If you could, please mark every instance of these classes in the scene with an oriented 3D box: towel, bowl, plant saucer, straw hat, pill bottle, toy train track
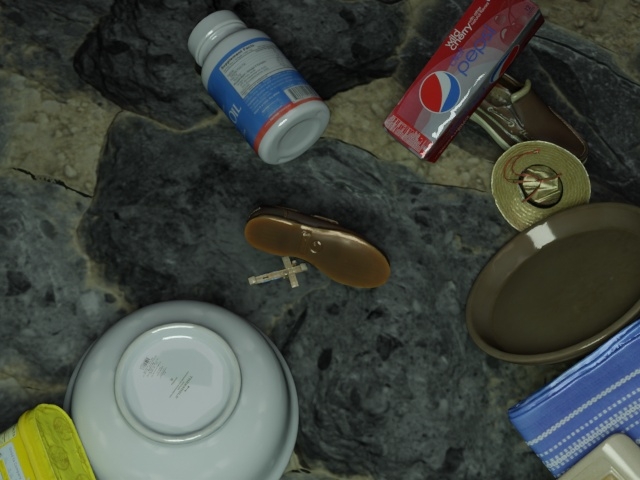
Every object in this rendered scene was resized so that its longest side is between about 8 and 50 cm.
[{"bbox_3d":[0.407,0.256,0.974,0.243,0.040,0.336,-39,93,16],"label":"towel"},{"bbox_3d":[-0.166,0.186,1.014,0.297,0.134,0.298,3,62,-6],"label":"bowl"},{"bbox_3d":[0.316,0.058,1.098,0.041,0.277,0.278,51,61,-25],"label":"plant saucer"},{"bbox_3d":[0.324,-0.082,1.251,0.144,0.145,0.061,31,21,9],"label":"straw hat"},{"bbox_3d":[-0.096,-0.228,1.244,0.124,0.124,0.221,-31,69,-20],"label":"pill bottle"},{"bbox_3d":[-0.058,0.045,1.168,0.083,0.014,0.048,-15,65,-14],"label":"toy train track"}]

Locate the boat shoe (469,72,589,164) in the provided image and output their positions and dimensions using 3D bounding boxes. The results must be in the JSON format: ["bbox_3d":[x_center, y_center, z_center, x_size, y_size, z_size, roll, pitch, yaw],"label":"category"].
[{"bbox_3d":[0.295,-0.195,1.289,0.257,0.095,0.095,32,63,10],"label":"boat shoe"}]

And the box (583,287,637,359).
[{"bbox_3d":[0.471,0.190,1.071,0.247,0.163,0.142,20,61,4],"label":"box"}]

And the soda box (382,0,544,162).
[{"bbox_3d":[0.205,-0.240,1.228,0.083,0.092,0.263,41,103,14],"label":"soda box"}]

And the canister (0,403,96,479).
[{"bbox_3d":[-0.345,0.277,0.942,0.169,0.073,0.126,-33,69,9],"label":"canister"}]

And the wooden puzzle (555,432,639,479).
[{"bbox_3d":[0.324,0.371,0.954,0.239,0.044,0.221,-47,74,17],"label":"wooden puzzle"}]

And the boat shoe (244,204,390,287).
[{"bbox_3d":[0.000,0.000,1.167,0.206,0.073,0.073,23,22,-2],"label":"boat shoe"}]
